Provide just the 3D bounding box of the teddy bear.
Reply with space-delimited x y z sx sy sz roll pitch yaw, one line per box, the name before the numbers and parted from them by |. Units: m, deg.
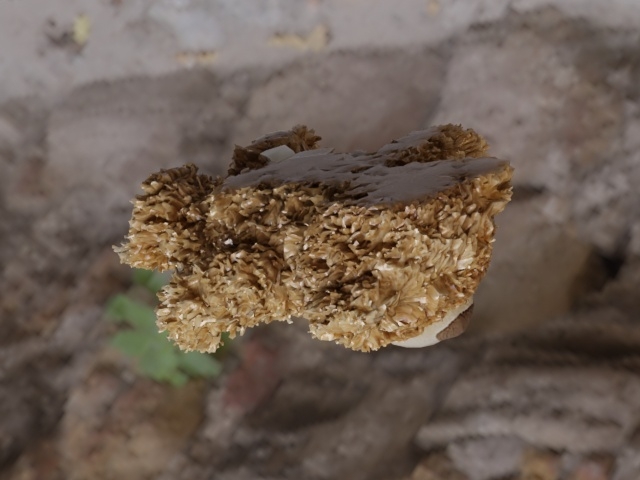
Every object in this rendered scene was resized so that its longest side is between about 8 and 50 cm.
teddy bear | 0.000 0.000 1.278 0.338 0.245 0.113 2 114 42
